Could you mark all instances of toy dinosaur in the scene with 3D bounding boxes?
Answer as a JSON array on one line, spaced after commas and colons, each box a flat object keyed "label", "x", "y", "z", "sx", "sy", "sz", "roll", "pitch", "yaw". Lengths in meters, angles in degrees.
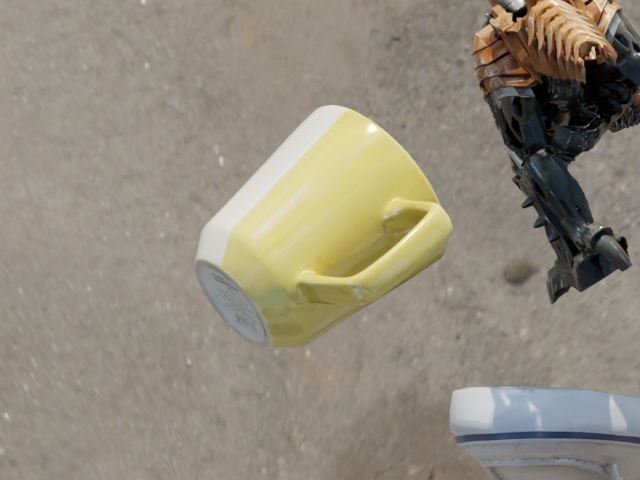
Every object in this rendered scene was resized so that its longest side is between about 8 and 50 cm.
[{"label": "toy dinosaur", "x": 0.155, "y": -0.089, "z": 0.810, "sx": 0.164, "sy": 0.322, "sz": 0.218, "roll": -34, "pitch": 86, "yaw": 29}]

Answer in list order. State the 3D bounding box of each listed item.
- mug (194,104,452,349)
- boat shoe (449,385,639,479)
[{"label": "mug", "x": -0.003, "y": -0.002, "z": 0.388, "sx": 0.064, "sy": 0.078, "sz": 0.062, "roll": -39, "pitch": 82, "yaw": -22}, {"label": "boat shoe", "x": 0.208, "y": 0.207, "z": 0.957, "sx": 0.136, "sy": 0.367, "sz": 0.156, "roll": -5, "pitch": 71, "yaw": 32}]
